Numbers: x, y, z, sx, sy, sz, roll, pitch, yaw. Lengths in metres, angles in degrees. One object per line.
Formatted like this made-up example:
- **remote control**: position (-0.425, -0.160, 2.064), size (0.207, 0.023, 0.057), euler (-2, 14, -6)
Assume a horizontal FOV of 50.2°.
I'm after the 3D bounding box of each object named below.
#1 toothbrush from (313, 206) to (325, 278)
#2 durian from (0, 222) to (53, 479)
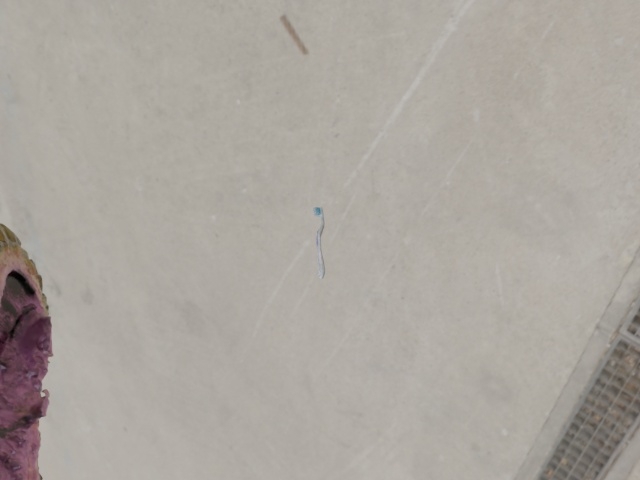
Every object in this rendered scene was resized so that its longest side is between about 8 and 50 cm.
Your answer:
- **toothbrush**: position (0.000, 0.000, 0.833), size (0.013, 0.131, 0.011), euler (4, 130, -7)
- **durian**: position (-0.255, 0.128, 0.446), size (0.191, 0.112, 0.341), euler (91, 175, -64)
